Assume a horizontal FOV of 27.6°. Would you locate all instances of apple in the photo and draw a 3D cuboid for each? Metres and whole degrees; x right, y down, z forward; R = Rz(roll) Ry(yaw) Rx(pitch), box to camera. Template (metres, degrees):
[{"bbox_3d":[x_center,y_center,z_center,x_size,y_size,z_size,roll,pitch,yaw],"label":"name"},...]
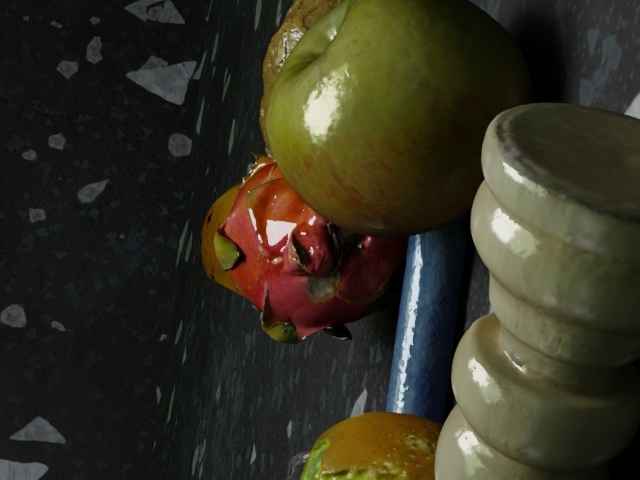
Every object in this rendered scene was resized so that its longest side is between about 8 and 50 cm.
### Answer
[{"bbox_3d":[0.068,-0.121,1.196,0.261,0.194,0.261,-43,21,21],"label":"apple"}]

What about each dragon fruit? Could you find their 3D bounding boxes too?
[{"bbox_3d":[-0.001,0.000,1.435,0.227,0.224,0.224,43,123,55],"label":"dragon fruit"}]

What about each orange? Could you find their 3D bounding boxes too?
[{"bbox_3d":[0.061,0.230,1.050,0.158,0.179,0.237,-47,-20,-40],"label":"orange"}]

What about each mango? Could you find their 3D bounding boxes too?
[{"bbox_3d":[-0.091,0.002,1.997,0.290,0.160,0.191,-145,75,-72],"label":"mango"}]

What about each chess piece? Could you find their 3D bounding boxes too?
[{"bbox_3d":[0.151,0.076,0.858,0.167,0.167,0.299,-101,22,-60],"label":"chess piece"}]

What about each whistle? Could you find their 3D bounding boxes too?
[{"bbox_3d":[0.099,0.104,1.262,0.062,0.062,0.304,154,126,-75],"label":"whistle"}]

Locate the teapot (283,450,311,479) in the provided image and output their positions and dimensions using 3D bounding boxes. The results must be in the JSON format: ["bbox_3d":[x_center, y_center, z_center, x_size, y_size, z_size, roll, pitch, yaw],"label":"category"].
[{"bbox_3d":[0.000,0.320,1.485,0.116,0.148,0.146,-21,38,33],"label":"teapot"}]

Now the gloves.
[{"bbox_3d":[-0.003,-0.225,1.785,0.203,0.155,0.356,125,149,-71],"label":"gloves"}]
